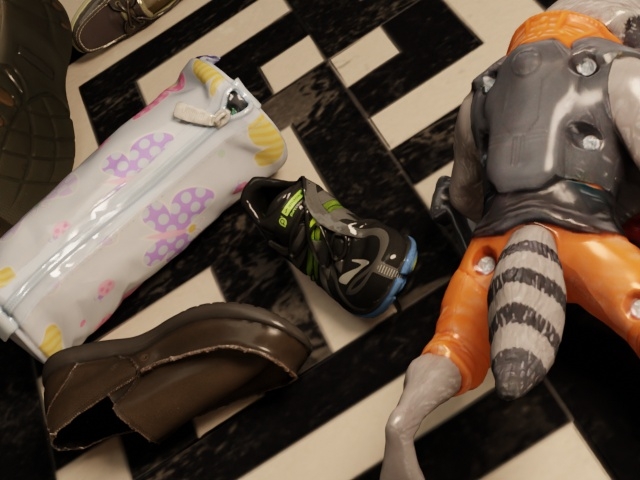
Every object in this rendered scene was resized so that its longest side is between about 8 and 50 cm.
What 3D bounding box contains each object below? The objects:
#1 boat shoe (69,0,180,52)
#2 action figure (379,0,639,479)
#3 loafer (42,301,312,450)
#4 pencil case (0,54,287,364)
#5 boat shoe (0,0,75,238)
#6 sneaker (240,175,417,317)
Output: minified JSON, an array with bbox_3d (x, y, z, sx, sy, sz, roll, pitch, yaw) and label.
[{"bbox_3d":[-0.189,-0.243,1.420,0.152,0.056,0.049,-41,32,-7],"label":"boat shoe"},{"bbox_3d":[0.180,-0.025,0.806,0.341,0.178,0.330,-15,51,30],"label":"action figure"},{"bbox_3d":[-0.102,0.106,0.967,0.220,0.080,0.078,-18,50,30],"label":"loafer"},{"bbox_3d":[-0.152,-0.021,1.100,0.273,0.113,0.124,-43,15,-9],"label":"pencil case"},{"bbox_3d":[-0.311,-0.118,1.327,0.120,0.122,0.324,-28,41,24],"label":"boat shoe"},{"bbox_3d":[0.000,0.000,0.982,0.188,0.078,0.067,31,91,54],"label":"sneaker"}]
